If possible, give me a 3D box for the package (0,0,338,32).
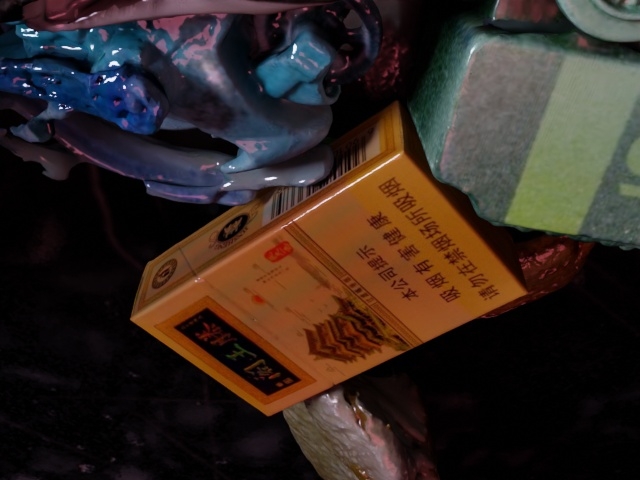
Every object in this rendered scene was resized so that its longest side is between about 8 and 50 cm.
[{"bbox_3d":[-0.071,-0.211,0.366,0.251,0.203,0.062,-4,176,0],"label":"package"}]

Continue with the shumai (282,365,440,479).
[{"bbox_3d":[0.050,0.184,0.757,0.120,0.201,0.201,-33,137,-26],"label":"shumai"}]

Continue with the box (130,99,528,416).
[{"bbox_3d":[0.004,0.031,0.607,0.274,0.076,0.174,-30,123,25],"label":"box"}]

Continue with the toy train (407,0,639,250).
[{"bbox_3d":[0.200,-0.111,0.444,0.299,0.166,0.238,9,120,-5],"label":"toy train"}]

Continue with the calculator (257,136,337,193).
[{"bbox_3d":[0.000,0.000,0.652,0.146,0.032,0.234,-2,133,3],"label":"calculator"}]

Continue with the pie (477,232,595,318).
[{"bbox_3d":[0.178,0.035,0.681,0.191,0.033,0.088,-22,131,19],"label":"pie"}]

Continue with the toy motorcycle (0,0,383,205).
[{"bbox_3d":[-0.102,-0.111,0.481,0.260,0.154,0.206,14,141,-3],"label":"toy motorcycle"}]
